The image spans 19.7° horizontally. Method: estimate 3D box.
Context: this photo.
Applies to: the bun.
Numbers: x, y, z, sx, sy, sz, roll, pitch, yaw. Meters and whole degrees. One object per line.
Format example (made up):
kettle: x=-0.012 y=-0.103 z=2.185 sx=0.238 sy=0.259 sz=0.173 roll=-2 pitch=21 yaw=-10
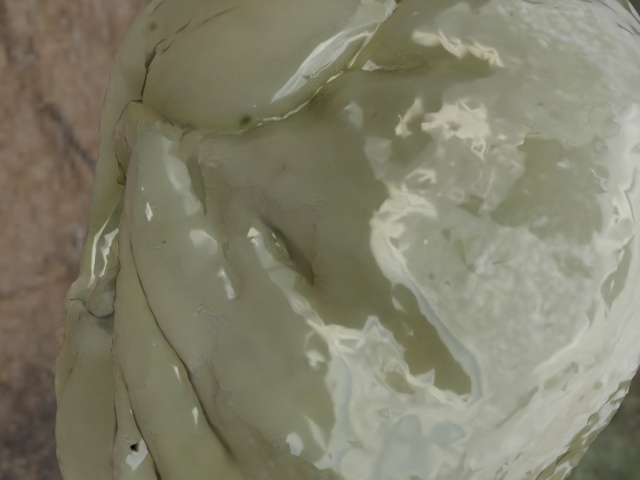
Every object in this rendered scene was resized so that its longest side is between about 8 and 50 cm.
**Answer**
bun: x=0.000 y=0.000 z=0.599 sx=0.160 sy=0.259 sz=0.259 roll=20 pitch=67 yaw=-30
